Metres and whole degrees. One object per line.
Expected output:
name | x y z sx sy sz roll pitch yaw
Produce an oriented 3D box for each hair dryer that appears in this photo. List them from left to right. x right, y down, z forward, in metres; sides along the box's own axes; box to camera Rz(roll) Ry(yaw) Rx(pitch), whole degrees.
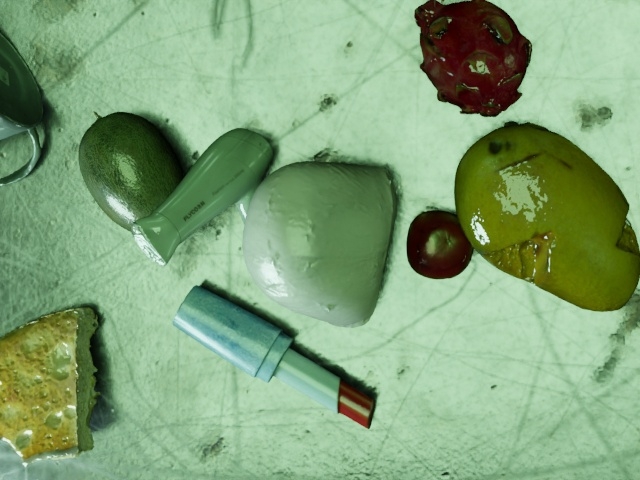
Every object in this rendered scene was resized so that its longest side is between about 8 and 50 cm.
hair dryer | -0.097 0.009 1.906 0.206 0.075 0.237 -48 115 -31

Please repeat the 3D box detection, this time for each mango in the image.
mango | 0.271 -0.024 1.856 0.262 0.130 0.167 36 90 -6

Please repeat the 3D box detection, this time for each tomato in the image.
tomato | 0.143 0.006 1.901 0.087 0.075 0.087 0 93 3

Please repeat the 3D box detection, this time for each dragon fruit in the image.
dragon fruit | 0.179 -0.223 1.854 0.133 0.136 0.166 -29 62 -21

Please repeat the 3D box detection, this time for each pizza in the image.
pizza | -0.361 0.195 1.985 0.204 0.080 0.188 -14 71 18

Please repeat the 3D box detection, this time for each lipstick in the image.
lipstick | -0.050 0.147 1.943 0.274 0.061 0.068 30 96 4

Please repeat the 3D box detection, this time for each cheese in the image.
cheese | 0.000 0.000 1.857 0.189 0.154 0.198 10 94 -29

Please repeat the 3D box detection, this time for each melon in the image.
melon | -0.228 -0.086 1.917 0.114 0.114 0.167 -31 92 9

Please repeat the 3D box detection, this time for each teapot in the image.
teapot | -0.439 -0.161 1.925 0.149 0.162 0.239 -32 121 17
